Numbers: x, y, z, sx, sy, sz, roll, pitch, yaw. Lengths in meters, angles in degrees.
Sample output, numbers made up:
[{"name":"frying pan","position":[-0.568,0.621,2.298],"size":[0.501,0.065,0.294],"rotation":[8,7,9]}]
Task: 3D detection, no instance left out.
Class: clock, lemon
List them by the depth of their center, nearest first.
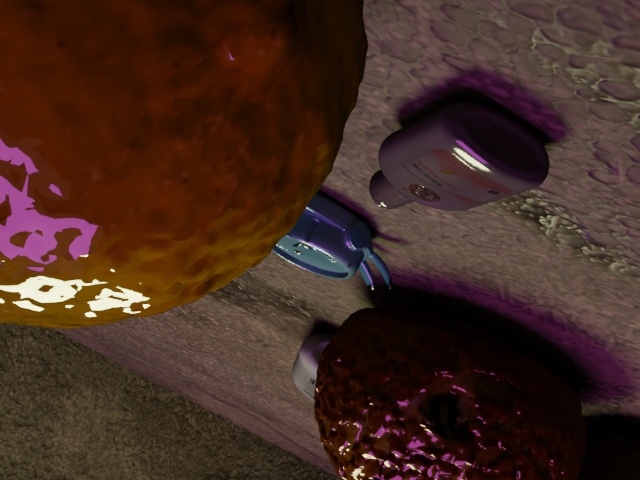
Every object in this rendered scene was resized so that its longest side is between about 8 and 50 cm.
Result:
[{"name":"lemon","position":[-0.124,-0.087,0.529],"size":[0.268,0.268,0.321],"rotation":[36,148,-33]},{"name":"clock","position":[0.000,-0.001,1.004],"size":[0.147,0.045,0.108],"rotation":[29,164,-14]}]

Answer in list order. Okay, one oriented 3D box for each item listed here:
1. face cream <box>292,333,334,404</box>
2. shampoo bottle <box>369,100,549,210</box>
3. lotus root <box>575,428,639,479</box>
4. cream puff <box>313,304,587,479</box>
[{"name":"face cream","position":[0.030,0.193,1.513],"size":[0.143,0.071,0.291],"rotation":[25,163,4]},{"name":"shampoo bottle","position":[0.079,-0.048,0.751],"size":[0.080,0.040,0.165],"rotation":[28,162,-17]},{"name":"lotus root","position":[0.320,0.334,1.265],"size":[0.250,0.251,0.346],"rotation":[30,160,-17]},{"name":"cream puff","position":[0.125,0.203,1.165],"size":[0.303,0.212,0.303],"rotation":[21,166,6]}]
